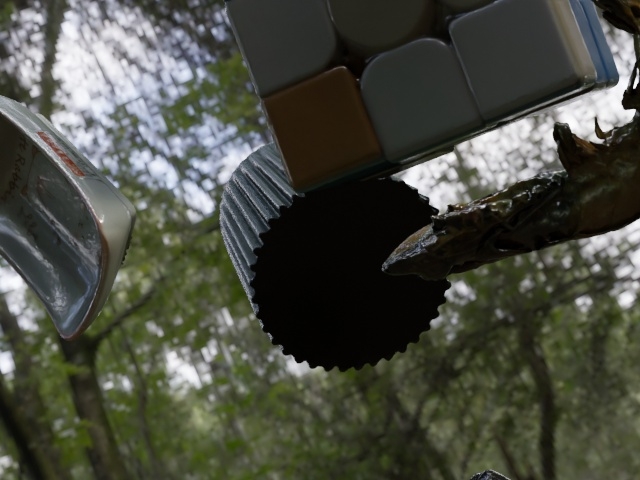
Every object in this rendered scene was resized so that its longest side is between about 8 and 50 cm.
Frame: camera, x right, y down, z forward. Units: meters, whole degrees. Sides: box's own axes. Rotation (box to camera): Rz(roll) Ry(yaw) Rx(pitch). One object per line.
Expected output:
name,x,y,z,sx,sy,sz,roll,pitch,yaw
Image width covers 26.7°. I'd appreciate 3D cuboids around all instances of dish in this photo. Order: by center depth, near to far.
dish,-0.249,-0.033,1.231,0.077,0.212,0.151,-25,-30,-43

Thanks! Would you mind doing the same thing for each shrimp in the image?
shrimp,0.112,-0.057,0.671,0.195,0.035,0.147,-19,-52,-21

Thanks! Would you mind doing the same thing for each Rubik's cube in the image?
Rubik's cube,0.112,-0.275,1.545,0.344,0.346,0.346,-22,0,21

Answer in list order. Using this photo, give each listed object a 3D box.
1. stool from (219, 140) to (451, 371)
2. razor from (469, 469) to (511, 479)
stool,0.000,0.000,1.997,0.297,0.330,0.297,-5,-72,-16
razor,0.255,0.433,1.514,0.113,0.349,0.204,-8,-44,-57
